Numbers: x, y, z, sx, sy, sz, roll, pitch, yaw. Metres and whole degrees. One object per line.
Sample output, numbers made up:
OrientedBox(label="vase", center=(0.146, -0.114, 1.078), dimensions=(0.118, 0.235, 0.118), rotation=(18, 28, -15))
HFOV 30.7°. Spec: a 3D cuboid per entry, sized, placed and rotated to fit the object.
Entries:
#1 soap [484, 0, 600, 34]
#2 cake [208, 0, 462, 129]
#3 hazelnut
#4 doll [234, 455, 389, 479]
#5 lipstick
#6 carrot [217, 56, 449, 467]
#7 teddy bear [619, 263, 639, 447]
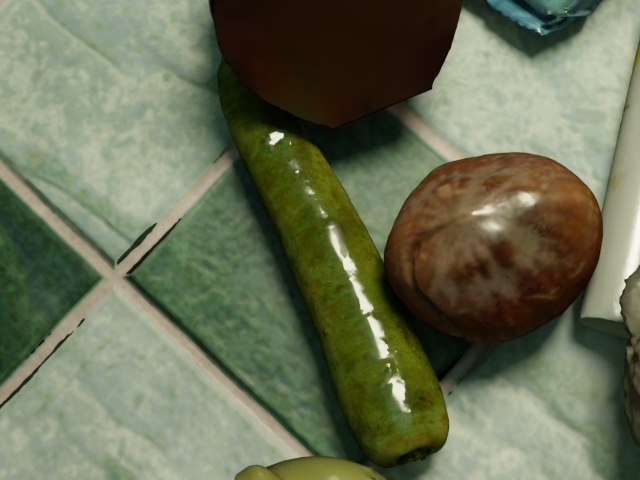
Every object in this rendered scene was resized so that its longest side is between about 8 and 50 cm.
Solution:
OrientedBox(label="soap", center=(0.197, -0.296, 0.855), dimensions=(0.156, 0.293, 0.077), rotation=(45, 40, 14))
OrientedBox(label="cake", center=(0.007, -0.209, 0.892), dimensions=(0.185, 0.178, 0.207), rotation=(5, 114, -6))
OrientedBox(label="hazelnut", center=(0.121, 0.000, 0.821), dimensions=(0.154, 0.143, 0.143), rotation=(-18, 73, 20))
OrientedBox(label="doll", center=(0.016, 0.263, 0.748), dimensions=(0.161, 0.177, 0.260), rotation=(-28, 76, 3))
OrientedBox(label="lipstick", center=(0.246, -0.057, 0.866), dimensions=(0.059, 0.059, 0.264), rotation=(14, 77, 10))
OrientedBox(label="carrot", center=(0.000, 0.000, 0.878), dimensions=(0.074, 0.074, 0.358), rotation=(-24, 71, 0))
OrientedBox(label="teddy bear", center=(0.332, 0.092, 0.768), dimensions=(0.267, 0.151, 0.236), rotation=(-15, 72, 2))
